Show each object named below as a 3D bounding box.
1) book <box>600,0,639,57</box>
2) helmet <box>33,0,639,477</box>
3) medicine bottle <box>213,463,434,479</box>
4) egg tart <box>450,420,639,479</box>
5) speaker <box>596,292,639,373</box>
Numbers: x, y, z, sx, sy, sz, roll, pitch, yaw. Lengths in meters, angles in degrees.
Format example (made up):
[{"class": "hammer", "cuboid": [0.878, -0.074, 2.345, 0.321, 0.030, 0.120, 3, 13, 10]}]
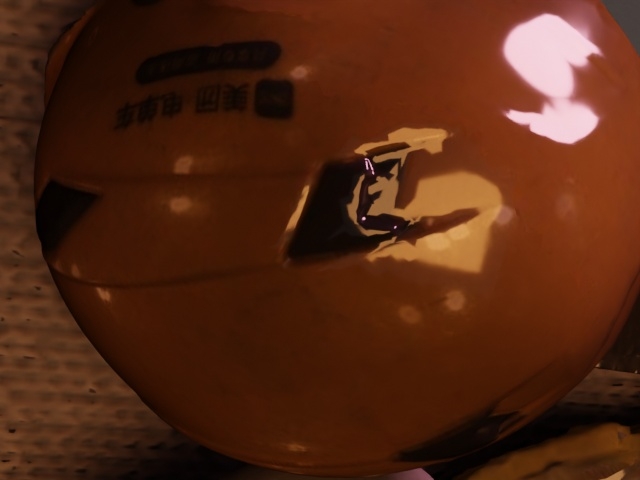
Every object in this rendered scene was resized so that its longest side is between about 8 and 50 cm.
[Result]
[{"class": "book", "cuboid": [0.148, -0.136, 0.554, 0.379, 0.031, 0.264, 39, 83, -20]}, {"class": "helmet", "cuboid": [0.000, 0.000, 0.489, 0.224, 0.130, 0.198, -11, 125, 21]}, {"class": "medicine bottle", "cuboid": [-0.089, 0.234, 0.511, 0.375, 0.282, 0.123, -26, 135, 0]}, {"class": "egg tart", "cuboid": [0.142, 0.248, 0.681, 0.352, 0.150, 0.352, -6, 113, -15]}, {"class": "speaker", "cuboid": [0.192, 0.032, 0.654, 0.218, 0.082, 0.044, 9, 105, -24]}]
